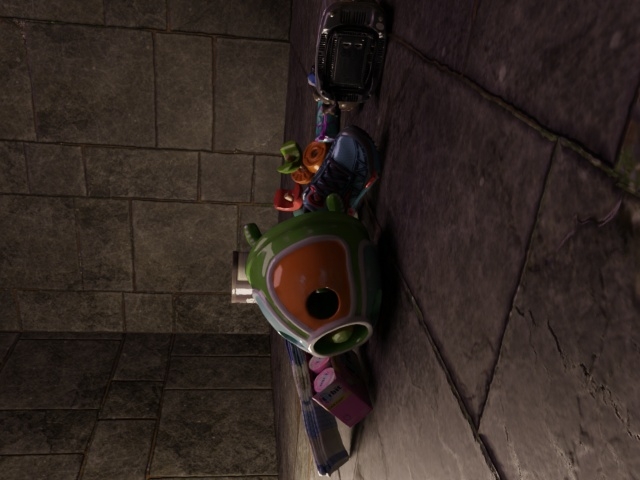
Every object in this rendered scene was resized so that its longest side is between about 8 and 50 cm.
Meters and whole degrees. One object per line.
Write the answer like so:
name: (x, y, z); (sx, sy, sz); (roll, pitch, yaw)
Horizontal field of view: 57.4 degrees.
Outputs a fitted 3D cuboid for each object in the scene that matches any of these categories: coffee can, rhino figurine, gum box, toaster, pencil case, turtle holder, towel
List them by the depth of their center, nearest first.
turtle holder: (-0.007, 0.097, 1.061); (0.320, 0.243, 0.227); (110, 144, -52)
toaster: (0.054, -0.373, 1.138); (0.146, 0.129, 0.227); (-92, 6, -52)
gum box: (0.031, 0.262, 1.158); (0.062, 0.107, 0.188); (-42, 22, 12)
towel: (-0.002, 0.345, 1.247); (0.209, 0.034, 0.285); (44, -151, -71)
rhino figurine: (0.051, -0.399, 1.281); (0.073, 0.106, 0.243); (-8, -75, -57)
pencil case: (0.018, -0.341, 1.576); (0.070, 0.064, 0.151); (-8, -80, -73)
coffee can: (-0.204, 0.144, 2.262); (0.201, 0.275, 0.201); (-178, 90, -82)

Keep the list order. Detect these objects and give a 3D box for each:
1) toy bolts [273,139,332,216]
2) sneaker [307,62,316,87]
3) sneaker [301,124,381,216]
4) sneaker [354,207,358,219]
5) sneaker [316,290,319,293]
toy bolts: (-0.018, -0.171, 1.733); (0.218, 0.158, 0.228); (-8, 65, 41)
sneaker: (-0.004, -0.509, 1.781); (0.152, 0.058, 0.084); (-107, 14, -54)
sneaker: (0.028, -0.092, 1.107); (0.125, 0.104, 0.262); (-37, -27, -46)
sneaker: (0.031, -0.050, 1.330); (0.240, 0.091, 0.126); (101, 168, -52)
sneaker: (0.019, 0.171, 1.438); (0.232, 0.090, 0.115); (115, 164, -47)
